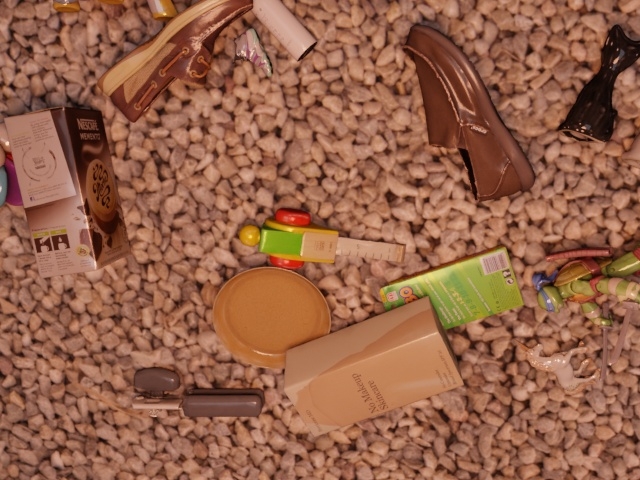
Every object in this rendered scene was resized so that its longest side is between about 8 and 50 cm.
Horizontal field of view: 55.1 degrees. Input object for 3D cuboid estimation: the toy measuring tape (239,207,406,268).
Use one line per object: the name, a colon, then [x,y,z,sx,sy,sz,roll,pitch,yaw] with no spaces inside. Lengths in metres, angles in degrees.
toy measuring tape: [0.000,0.000,1.204,0.330,0.121,0.121,5,100,-19]

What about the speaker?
speaker: [-0.069,-0.402,1.148,0.055,0.055,0.136,-43,94,9]

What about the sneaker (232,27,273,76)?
sneaker: [-0.136,-0.348,1.173,0.069,0.038,0.098,-25,87,9]

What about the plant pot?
plant pot: [-0.096,0.152,1.228,0.236,0.032,0.236,1,114,3]

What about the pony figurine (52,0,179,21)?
pony figurine: [-0.397,-0.589,1.060,0.351,0.303,0.363,-5,97,-27]

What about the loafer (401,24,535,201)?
loafer: [0.248,-0.220,1.114,0.130,0.134,0.366,-34,95,8]

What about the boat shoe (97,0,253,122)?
boat shoe: [-0.252,-0.340,1.146,0.342,0.123,0.123,-31,104,12]

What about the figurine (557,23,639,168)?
figurine: [0.578,-0.255,1.113,0.215,0.092,0.209,24,96,-1]

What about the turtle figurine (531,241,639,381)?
turtle figurine: [0.559,0.105,1.119,0.266,0.274,0.198,-35,129,5]

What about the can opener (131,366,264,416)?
can opener: [-0.257,0.322,1.270,0.280,0.074,0.093,4,99,3]

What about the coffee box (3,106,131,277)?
coffee box: [-0.474,-0.095,1.171,0.119,0.168,0.297,-8,99,5]

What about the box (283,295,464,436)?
box: [0.097,0.244,1.181,0.311,0.121,0.148,-24,116,12]

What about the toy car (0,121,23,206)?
toy car: [-0.605,-0.123,1.174,0.136,0.182,0.159,30,118,-7]

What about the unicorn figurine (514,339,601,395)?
unicorn figurine: [0.479,0.245,1.211,0.111,0.060,0.162,-31,95,8]

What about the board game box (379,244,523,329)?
board game box: [0.257,0.109,1.218,0.259,0.039,0.124,-19,98,5]
